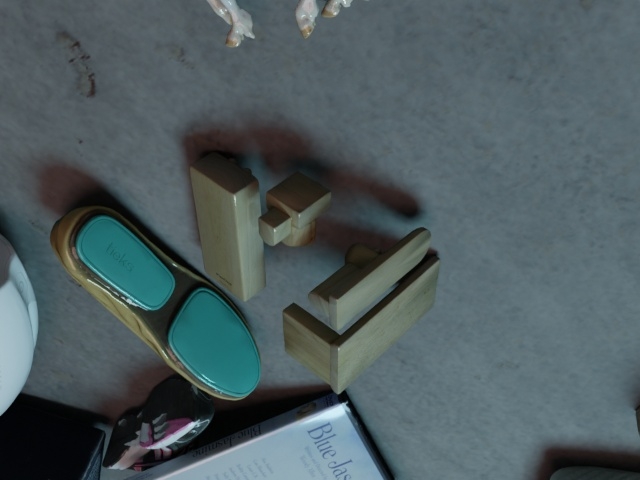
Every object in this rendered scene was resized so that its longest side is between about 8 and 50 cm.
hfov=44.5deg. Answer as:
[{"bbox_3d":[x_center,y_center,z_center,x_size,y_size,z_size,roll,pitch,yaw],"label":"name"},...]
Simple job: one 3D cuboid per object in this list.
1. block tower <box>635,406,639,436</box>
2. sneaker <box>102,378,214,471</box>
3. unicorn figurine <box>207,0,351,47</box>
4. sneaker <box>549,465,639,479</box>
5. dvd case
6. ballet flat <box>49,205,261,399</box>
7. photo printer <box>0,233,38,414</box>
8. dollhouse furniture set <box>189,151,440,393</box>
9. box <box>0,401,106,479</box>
[{"bbox_3d":[0.363,0.085,0.581,0.097,0.091,0.335,13,135,-2],"label":"block tower"},{"bbox_3d":[-0.155,0.201,0.822,0.077,0.072,0.178,26,142,-28],"label":"sneaker"},{"bbox_3d":[-0.050,-0.169,0.452,0.162,0.060,0.111,-15,130,3],"label":"unicorn figurine"},{"bbox_3d":[0.364,0.323,0.774,0.282,0.102,0.161,7,111,19],"label":"sneaker"},{"bbox_3d":[-0.055,0.267,0.819,0.253,0.022,0.180,-24,121,6],"label":"dvd case"},{"bbox_3d":[-0.139,0.053,0.678,0.073,0.080,0.232,2,138,50],"label":"ballet flat"},{"bbox_3d":[-0.408,0.074,0.677,0.307,0.107,0.256,9,139,-18],"label":"photo printer"},{"bbox_3d":[0.000,0.000,0.617,0.151,0.123,0.144,33,142,30],"label":"dollhouse furniture set"},{"bbox_3d":[-0.448,0.314,0.891,0.343,0.179,0.312,19,133,-2],"label":"box"}]
